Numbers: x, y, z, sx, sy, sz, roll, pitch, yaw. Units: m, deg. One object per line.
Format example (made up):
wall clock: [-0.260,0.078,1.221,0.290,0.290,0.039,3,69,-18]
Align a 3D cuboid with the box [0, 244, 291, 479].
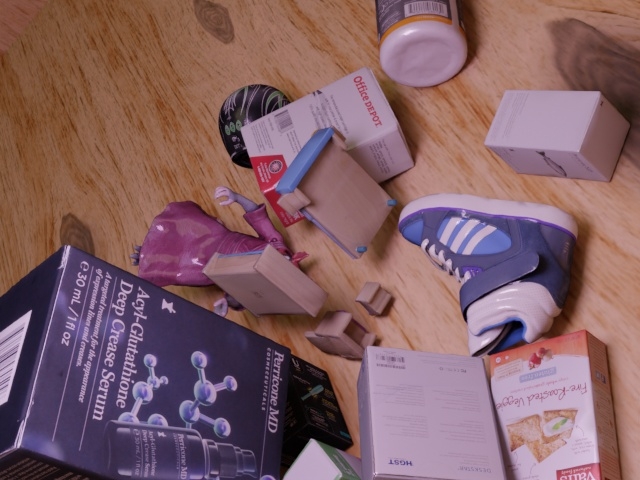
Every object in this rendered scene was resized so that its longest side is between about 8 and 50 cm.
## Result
box: [-0.263,0.241,1.384,0.212,0.395,0.293,-31,43,39]

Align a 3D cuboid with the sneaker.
sneaker: [0.226,0.060,1.523,0.323,0.130,0.236,4,64,40]

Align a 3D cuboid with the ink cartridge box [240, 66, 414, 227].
ink cartridge box: [0.012,-0.176,1.840,0.273,0.114,0.197,-26,46,6]

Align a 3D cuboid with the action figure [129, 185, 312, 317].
action figure: [-0.169,0.048,1.913,0.370,0.276,0.248,11,78,27]

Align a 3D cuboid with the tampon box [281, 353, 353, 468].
tampon box: [-0.040,0.286,1.647,0.101,0.120,0.161,-41,42,18]

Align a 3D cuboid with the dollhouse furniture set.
dollhouse furniture set: [0.000,0.000,1.724,0.198,0.286,0.303,-6,47,58]

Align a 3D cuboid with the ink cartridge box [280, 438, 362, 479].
ink cartridge box: [0.032,0.397,1.435,0.154,0.212,0.093,-54,42,4]

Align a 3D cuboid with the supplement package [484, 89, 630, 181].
supplement package: [0.368,-0.165,1.549,0.179,0.105,0.105,10,73,48]

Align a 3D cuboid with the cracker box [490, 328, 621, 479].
cracker box: [0.318,0.254,1.358,0.156,0.067,0.232,-22,52,35]

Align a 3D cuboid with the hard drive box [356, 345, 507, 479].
hard drive box: [0.148,0.267,1.386,0.232,0.181,0.089,-90,8,-51]

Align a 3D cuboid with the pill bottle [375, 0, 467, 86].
pill bottle: [0.184,-0.438,1.863,0.162,0.162,0.278,-26,49,31]

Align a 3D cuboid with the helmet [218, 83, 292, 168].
helmet: [-0.130,-0.245,2.060,0.169,0.169,0.161,-18,70,36]
